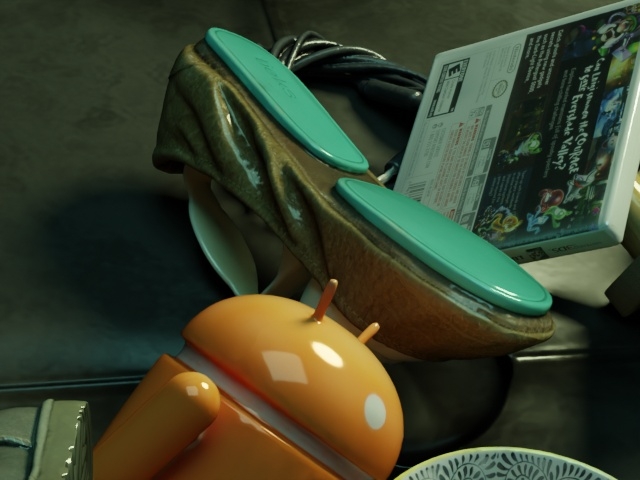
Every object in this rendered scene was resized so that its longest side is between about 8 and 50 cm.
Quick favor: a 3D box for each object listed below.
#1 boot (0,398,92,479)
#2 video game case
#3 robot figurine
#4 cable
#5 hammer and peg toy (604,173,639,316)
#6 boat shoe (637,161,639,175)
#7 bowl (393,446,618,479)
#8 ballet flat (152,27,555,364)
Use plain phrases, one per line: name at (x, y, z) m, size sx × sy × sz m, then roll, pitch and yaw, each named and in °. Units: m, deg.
boot at (-0.199, 0.116, 0.711) m, size 0.208 × 0.076 × 0.189 m, roll 1°, pitch 16°, yaw -1°
video game case at (0.124, -0.061, 1.144) m, size 0.173 × 0.022 × 0.190 m, roll -13°, pitch 45°, yaw 37°
robot figurine at (-0.046, 0.118, 0.889) m, size 0.158 × 0.219 × 0.128 m, roll 38°, pitch -6°, yaw -23°
cable at (0.024, -0.088, 1.257) m, size 0.150 × 0.047 × 0.184 m, roll 0°, pitch 39°, yaw -9°
hammer and peg toy at (0.350, -0.085, 1.164) m, size 0.361 × 0.266 × 0.127 m, roll -28°, pitch 74°, yaw -36°
boat shoe at (0.228, -0.095, 1.283) m, size 0.075 × 0.065 × 0.206 m, roll 33°, pitch 45°, yaw 27°
bowl at (0.096, 0.189, 0.908) m, size 0.170 × 0.080 × 0.170 m, roll 4°, pitch 39°, yaw -3°
ballet flat at (0.000, 0.000, 1.090) m, size 0.116 × 0.124 × 0.342 m, roll 12°, pitch 23°, yaw -48°
